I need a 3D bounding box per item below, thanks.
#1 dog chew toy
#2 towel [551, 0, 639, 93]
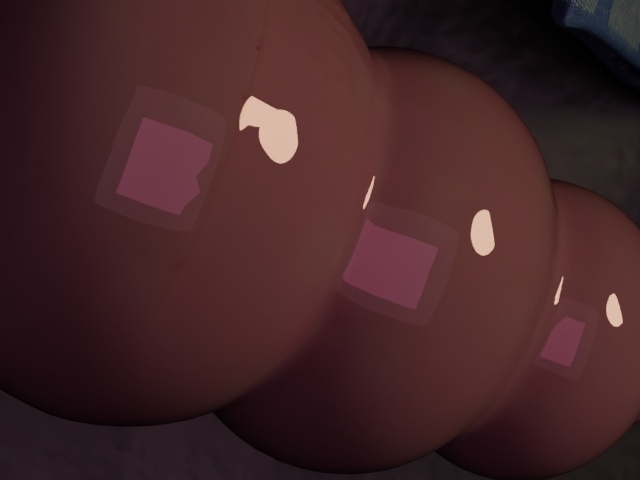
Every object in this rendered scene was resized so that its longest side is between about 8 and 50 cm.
[{"bbox_3d":[0.000,0.000,0.782,0.331,0.206,0.207,23,90,-20],"label":"dog chew toy"},{"bbox_3d":[0.186,-0.197,0.811,0.034,0.209,0.285,24,92,25],"label":"towel"}]
